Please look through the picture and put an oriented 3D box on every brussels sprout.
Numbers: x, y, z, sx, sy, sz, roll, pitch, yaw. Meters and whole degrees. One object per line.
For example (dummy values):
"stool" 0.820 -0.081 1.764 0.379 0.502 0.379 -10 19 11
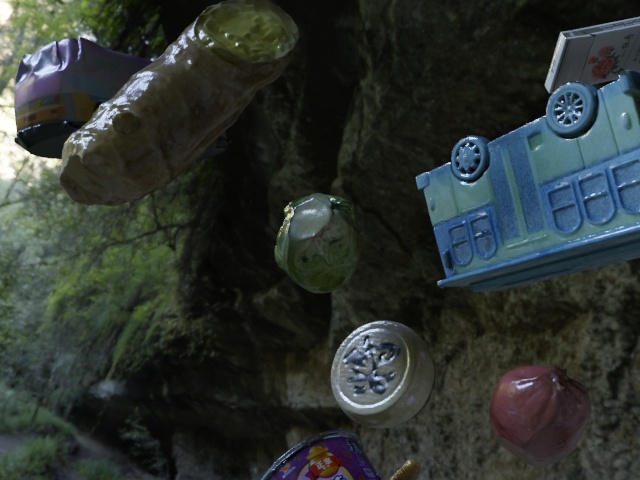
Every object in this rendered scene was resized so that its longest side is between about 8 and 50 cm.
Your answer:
"brussels sprout" 0.000 0.000 1.333 0.244 0.244 0.244 20 -18 7

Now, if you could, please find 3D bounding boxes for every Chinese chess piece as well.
"Chinese chess piece" 0.147 0.320 1.420 0.257 0.257 0.104 6 -26 42

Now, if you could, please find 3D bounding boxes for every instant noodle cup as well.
"instant noodle cup" 0.038 0.652 1.345 0.340 0.340 0.266 40 0 -44

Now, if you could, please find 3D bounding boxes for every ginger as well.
"ginger" -0.162 -0.169 0.718 0.126 0.354 0.190 45 -10 4

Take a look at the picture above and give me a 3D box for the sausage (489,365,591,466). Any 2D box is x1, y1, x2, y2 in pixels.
"sausage" 0.328 0.266 0.900 0.148 0.148 0.254 13 -18 27

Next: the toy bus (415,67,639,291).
"toy bus" 0.279 -0.054 0.712 0.152 0.190 0.312 -2 -14 -36

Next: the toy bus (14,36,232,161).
"toy bus" -0.341 -0.230 1.028 0.171 0.162 0.386 -12 -2 29

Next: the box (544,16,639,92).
"box" 0.485 -0.315 0.992 0.198 0.029 0.109 -13 -37 -7

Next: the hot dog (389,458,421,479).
"hot dog" 0.152 0.468 1.123 0.044 0.028 0.137 36 -60 10
